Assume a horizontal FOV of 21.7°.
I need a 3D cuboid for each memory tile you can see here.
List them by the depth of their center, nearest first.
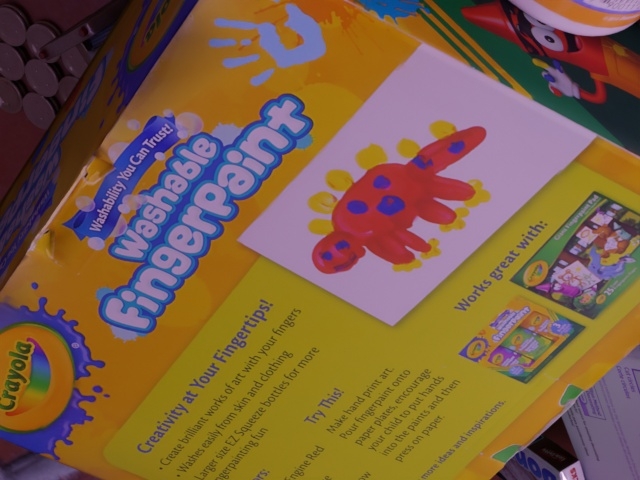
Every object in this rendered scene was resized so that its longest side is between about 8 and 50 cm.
[{"bbox_3d":[-0.253,-0.150,1.447,0.148,0.012,0.113,27,133,18],"label":"memory tile"}]

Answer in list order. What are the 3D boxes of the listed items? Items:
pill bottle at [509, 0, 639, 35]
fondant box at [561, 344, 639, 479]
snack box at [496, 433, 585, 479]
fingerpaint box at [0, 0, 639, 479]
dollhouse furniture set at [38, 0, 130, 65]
[{"bbox_3d":[0.200,-0.251,0.931,0.152,0.152,0.272,44,136,2],"label":"pill bottle"},{"bbox_3d":[0.321,0.163,1.124,0.330,0.096,0.238,9,127,54],"label":"fondant box"},{"bbox_3d":[0.154,0.167,1.302,0.178,0.022,0.064,33,146,60],"label":"snack box"},{"bbox_3d":[0.000,0.000,1.114,0.371,0.163,0.445,25,129,-18],"label":"fingerpaint box"},{"bbox_3d":[-0.088,-0.142,1.243,0.184,0.129,0.129,-20,108,44],"label":"dollhouse furniture set"}]
